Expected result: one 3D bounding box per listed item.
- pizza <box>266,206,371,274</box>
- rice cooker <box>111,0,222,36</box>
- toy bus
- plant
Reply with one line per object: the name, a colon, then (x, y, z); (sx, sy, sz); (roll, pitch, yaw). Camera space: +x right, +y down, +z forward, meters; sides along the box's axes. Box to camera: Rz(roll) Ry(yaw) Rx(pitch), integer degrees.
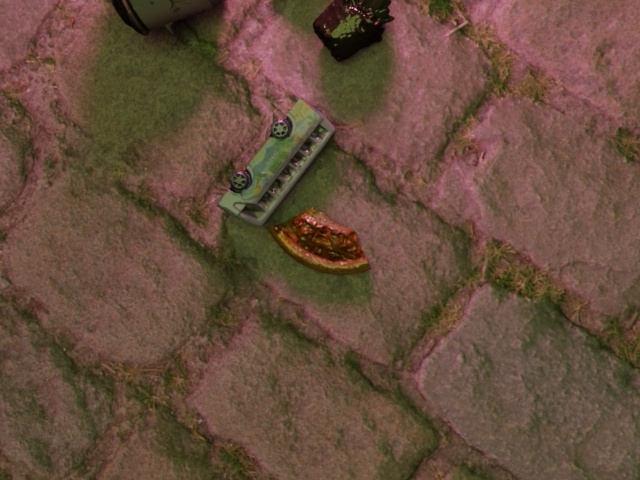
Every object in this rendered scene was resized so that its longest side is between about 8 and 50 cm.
pizza: (0.001, 0.007, 1.543); (0.271, 0.056, 0.134); (32, 102, 5)
rice cooker: (-0.383, -0.634, 1.489); (0.317, 0.264, 0.316); (-6, 130, -7)
toy bus: (-0.107, -0.182, 1.535); (0.136, 0.109, 0.329); (38, 95, -6)
plant: (0.087, -0.521, 1.499); (0.194, 0.129, 0.132); (-37, 88, 9)
